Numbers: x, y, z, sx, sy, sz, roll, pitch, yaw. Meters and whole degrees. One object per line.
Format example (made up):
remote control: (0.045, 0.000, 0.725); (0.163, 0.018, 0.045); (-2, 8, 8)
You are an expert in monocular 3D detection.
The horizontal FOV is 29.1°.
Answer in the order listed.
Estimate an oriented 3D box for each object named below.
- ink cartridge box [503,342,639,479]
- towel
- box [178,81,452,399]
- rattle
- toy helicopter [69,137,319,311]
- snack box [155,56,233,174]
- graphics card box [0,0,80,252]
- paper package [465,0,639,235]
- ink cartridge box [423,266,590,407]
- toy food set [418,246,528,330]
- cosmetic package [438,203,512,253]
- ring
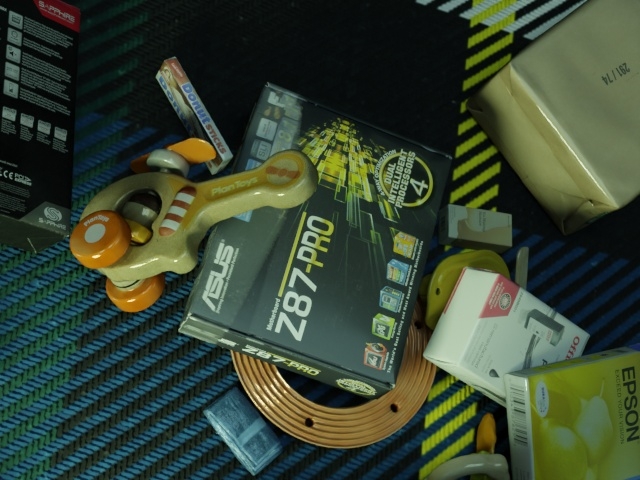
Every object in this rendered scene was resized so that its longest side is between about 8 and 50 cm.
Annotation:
ink cartridge box: (0.428, 0.323, 1.877); (0.307, 0.072, 0.303); (-9, 97, -25)
towel: (-0.110, 0.273, 1.776); (0.067, 0.029, 0.119); (-38, 89, -27)
box: (0.000, 0.000, 1.834); (0.318, 0.097, 0.395); (21, 68, -8)
rattle: (0.175, 0.333, 1.843); (0.199, 0.130, 0.143); (-13, 65, 3)
toy helicopter: (-0.173, -0.060, 1.728); (0.355, 0.140, 0.235); (-16, 49, 13)
snack box: (-0.192, -0.189, 1.874); (0.022, 0.064, 0.178); (-28, 84, -25)
graphics card box: (-0.453, -0.188, 1.698); (0.233, 0.094, 0.371); (20, 58, -43)
paper package: (0.466, -0.225, 2.075); (0.325, 0.168, 0.309); (-37, 88, -27)
ink cartridge box: (0.286, 0.160, 1.878); (0.218, 0.092, 0.158); (33, 77, -31)
toy food set: (0.228, 0.077, 1.939); (0.218, 0.071, 0.128); (-7, 98, -37)
cosmetic package: (0.250, -0.019, 1.997); (0.115, 0.041, 0.060); (7, 71, -18)
ring: (0.021, 0.147, 1.865); (0.336, 0.032, 0.336); (6, 72, -18)
